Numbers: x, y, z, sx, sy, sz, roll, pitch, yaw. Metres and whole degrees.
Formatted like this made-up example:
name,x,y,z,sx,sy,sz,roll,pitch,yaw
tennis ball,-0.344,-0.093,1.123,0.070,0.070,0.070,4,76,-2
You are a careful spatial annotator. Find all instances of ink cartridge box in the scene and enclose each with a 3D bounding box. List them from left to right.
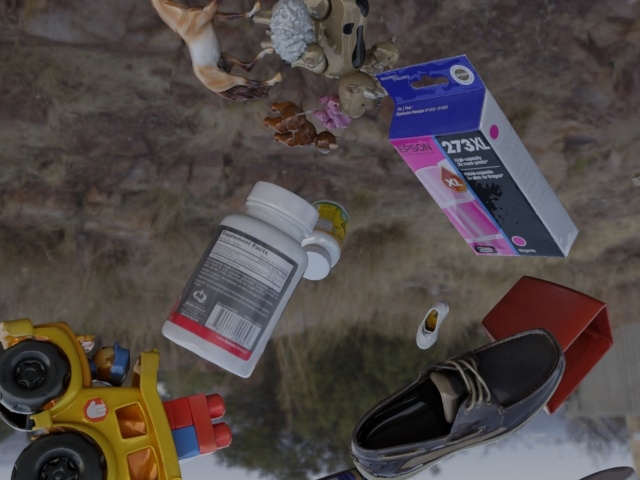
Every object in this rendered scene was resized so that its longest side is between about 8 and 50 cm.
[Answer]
name,x,y,z,sx,sy,sz,roll,pitch,yaw
ink cartridge box,0.230,-0.111,1.148,0.175,0.069,0.371,1,140,50

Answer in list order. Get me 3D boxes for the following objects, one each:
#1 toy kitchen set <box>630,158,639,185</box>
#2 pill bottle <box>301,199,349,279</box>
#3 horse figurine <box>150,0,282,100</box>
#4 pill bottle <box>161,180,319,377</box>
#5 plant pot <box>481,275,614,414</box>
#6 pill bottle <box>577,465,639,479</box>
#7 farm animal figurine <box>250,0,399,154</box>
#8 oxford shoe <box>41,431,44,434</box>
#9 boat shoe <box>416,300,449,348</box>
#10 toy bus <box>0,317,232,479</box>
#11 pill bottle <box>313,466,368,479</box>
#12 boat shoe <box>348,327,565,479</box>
name,x,y,z,sx,sy,sz,roll,pitch,yaw
toy kitchen set,0.750,-0.138,1.720,0.068,0.075,0.083,-33,121,19
pill bottle,0.000,0.000,1.892,0.117,0.208,0.118,7,127,9
horse figurine,-0.169,-0.331,1.286,0.174,0.066,0.263,-12,130,11
pill bottle,-0.129,0.063,1.336,0.176,0.319,0.176,27,168,6
plant pot,0.582,0.253,2.001,0.235,0.267,0.267,38,171,37
pill bottle,0.356,0.376,0.850,0.124,0.222,0.124,-24,170,-4
farm animal figurine,0.046,-0.313,1.346,0.172,0.330,0.327,13,131,28
oxford shoe,-0.343,0.282,1.098,0.096,0.083,0.227,-39,-174,-8
boat shoe,0.179,0.144,1.253,0.035,0.035,0.100,-25,147,-47
toy bus,-0.204,0.174,0.753,0.211,0.220,0.149,-13,163,-23
pill bottle,0.000,0.575,1.629,0.219,0.123,0.123,-12,170,-21
boat shoe,0.201,0.239,1.104,0.355,0.132,0.130,-33,151,-1
